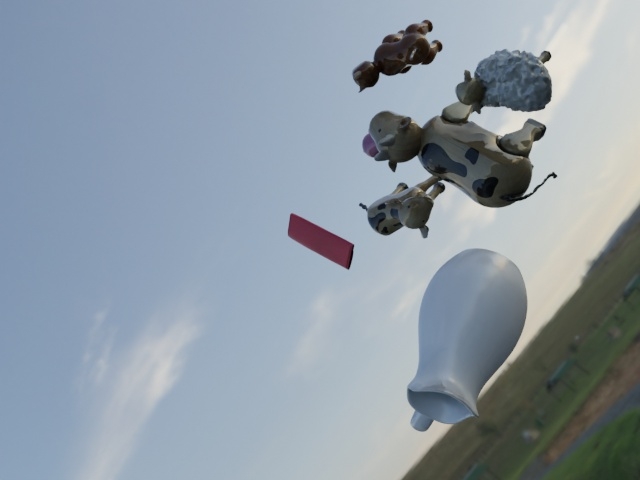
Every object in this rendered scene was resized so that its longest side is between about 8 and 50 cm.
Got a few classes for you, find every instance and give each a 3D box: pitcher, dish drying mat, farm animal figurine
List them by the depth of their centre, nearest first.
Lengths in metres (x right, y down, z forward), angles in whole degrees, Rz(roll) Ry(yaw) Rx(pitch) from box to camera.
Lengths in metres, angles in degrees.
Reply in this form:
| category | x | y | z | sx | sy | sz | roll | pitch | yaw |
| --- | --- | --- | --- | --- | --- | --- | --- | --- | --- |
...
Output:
| category | x | y | z | sx | sy | sz | roll | pitch | yaw |
| --- | --- | --- | --- | --- | --- | --- | --- | --- | --- |
| dish drying mat | 0.000 | 0.000 | 0.901 | 0.008 | 0.083 | 0.032 | -27 | -43 | -48 |
| pitcher | 0.167 | 0.127 | 1.041 | 0.178 | 0.125 | 0.207 | 114 | -179 | -62 |
| farm animal figurine | 0.157 | -0.120 | 1.195 | 0.172 | 0.327 | 0.330 | -41 | -43 | -37 |
